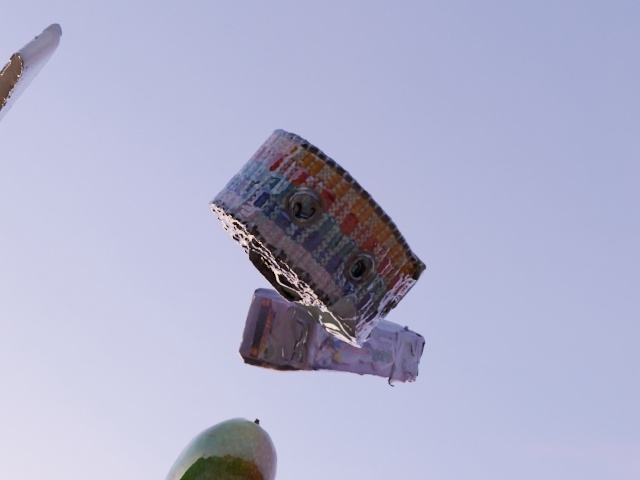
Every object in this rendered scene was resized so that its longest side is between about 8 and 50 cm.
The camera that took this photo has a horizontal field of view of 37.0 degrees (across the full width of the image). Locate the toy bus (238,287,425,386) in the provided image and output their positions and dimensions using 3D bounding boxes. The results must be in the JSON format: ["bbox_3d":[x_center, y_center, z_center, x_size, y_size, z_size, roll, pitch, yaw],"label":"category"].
[{"bbox_3d":[0.029,0.148,1.382,0.137,0.113,0.317,11,-2,38],"label":"toy bus"}]

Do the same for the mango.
[{"bbox_3d":[-0.229,0.521,1.890,0.201,0.225,0.382,37,-88,-21],"label":"mango"}]

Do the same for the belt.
[{"bbox_3d":[0.000,0.000,1.074,0.207,0.150,0.257,35,-11,45],"label":"belt"}]

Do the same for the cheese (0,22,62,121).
[{"bbox_3d":[-0.434,-0.151,1.224,0.034,0.085,0.400,41,-42,-17],"label":"cheese"}]
